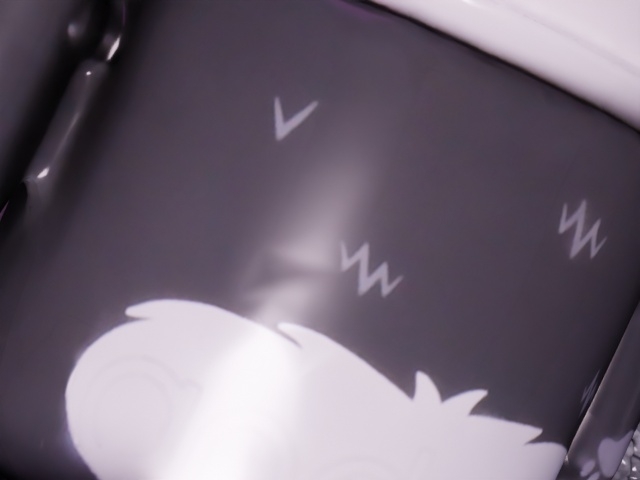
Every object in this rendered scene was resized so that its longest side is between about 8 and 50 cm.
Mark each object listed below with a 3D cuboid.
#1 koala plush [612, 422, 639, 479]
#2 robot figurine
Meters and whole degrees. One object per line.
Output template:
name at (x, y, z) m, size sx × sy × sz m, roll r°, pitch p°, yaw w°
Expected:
koala plush at (0.048, 0.010, 0.747) m, size 0.196 × 0.203 × 0.221 m, roll 8°, pitch 13°, yaw 10°
robot figurine at (0.000, 0.000, 0.544) m, size 0.174 × 0.278 × 0.209 m, roll 25°, pitch 3°, yaw 21°
